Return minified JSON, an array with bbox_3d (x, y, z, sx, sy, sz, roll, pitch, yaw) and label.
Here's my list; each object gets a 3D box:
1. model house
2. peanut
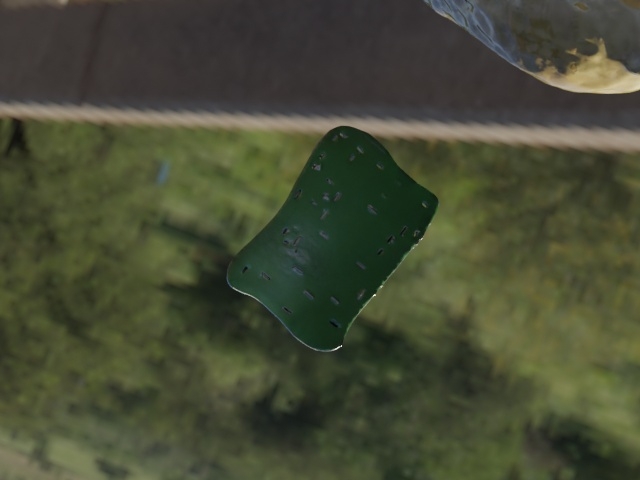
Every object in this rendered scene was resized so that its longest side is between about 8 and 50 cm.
[{"bbox_3d":[0.000,0.000,1.596,0.117,0.167,0.088,37,167,-13],"label":"model house"},{"bbox_3d":[0.188,-0.222,1.674,0.174,0.158,0.340,12,-154,-39],"label":"peanut"}]
